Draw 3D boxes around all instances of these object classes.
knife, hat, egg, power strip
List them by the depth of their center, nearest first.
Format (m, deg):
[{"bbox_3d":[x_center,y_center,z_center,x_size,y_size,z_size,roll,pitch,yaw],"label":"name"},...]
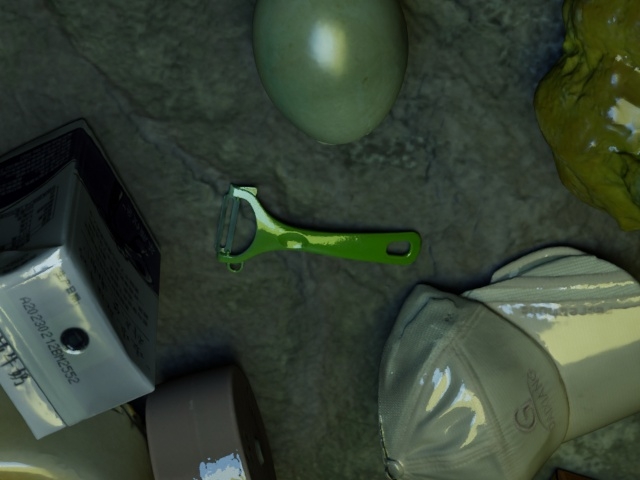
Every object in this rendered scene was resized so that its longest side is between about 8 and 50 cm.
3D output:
[{"bbox_3d":[0.007,-0.142,1.235,0.114,0.114,0.152,-7,117,-1],"label":"egg"},{"bbox_3d":[0.000,0.001,1.360,0.166,0.022,0.078,8,121,-8],"label":"knife"},{"bbox_3d":[-0.085,0.178,1.373,0.078,0.154,0.154,-15,117,6],"label":"power strip"},{"bbox_3d":[0.175,0.134,1.381,0.226,0.164,0.219,-9,121,24],"label":"hat"}]

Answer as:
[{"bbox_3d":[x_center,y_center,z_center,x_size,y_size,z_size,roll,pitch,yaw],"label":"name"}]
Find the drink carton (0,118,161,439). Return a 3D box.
[{"bbox_3d":[-0.190,0.024,1.241,0.102,0.222,0.134,-23,116,6],"label":"drink carton"}]

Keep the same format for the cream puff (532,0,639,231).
[{"bbox_3d":[0.298,-0.110,1.239,0.282,0.185,0.282,-1,114,-2],"label":"cream puff"}]

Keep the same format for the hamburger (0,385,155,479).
[{"bbox_3d":[-0.261,0.225,1.370,0.302,0.170,0.302,-3,121,-6],"label":"hamburger"}]

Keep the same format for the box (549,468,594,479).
[{"bbox_3d":[0.300,0.328,1.522,0.274,0.076,0.174,19,112,-14],"label":"box"}]
